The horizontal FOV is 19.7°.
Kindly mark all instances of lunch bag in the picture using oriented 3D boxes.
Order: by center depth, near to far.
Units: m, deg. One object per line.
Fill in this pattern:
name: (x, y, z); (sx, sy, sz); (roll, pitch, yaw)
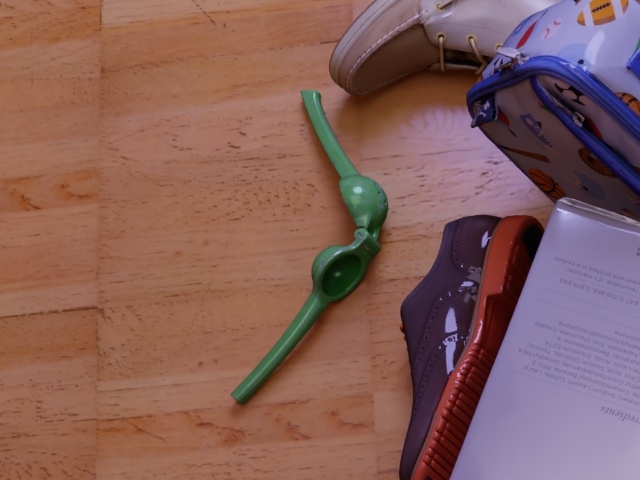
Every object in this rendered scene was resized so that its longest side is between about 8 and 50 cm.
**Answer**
lunch bag: (0.262, -0.071, 1.489); (0.303, 0.243, 0.115); (41, 78, -11)

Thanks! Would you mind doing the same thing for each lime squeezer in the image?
lime squeezer: (0.000, 0.000, 1.652); (0.109, 0.059, 0.310); (7, 69, 13)

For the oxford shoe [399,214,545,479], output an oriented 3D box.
oxford shoe: (0.112, 0.102, 1.579); (0.098, 0.097, 0.271); (6, 62, 34)

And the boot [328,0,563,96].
boot: (0.160, -0.159, 1.675); (0.262, 0.095, 0.203); (-29, 66, -8)

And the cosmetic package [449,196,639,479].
cosmetic package: (0.195, 0.194, 1.445); (0.156, 0.217, 0.385); (19, 69, 18)
